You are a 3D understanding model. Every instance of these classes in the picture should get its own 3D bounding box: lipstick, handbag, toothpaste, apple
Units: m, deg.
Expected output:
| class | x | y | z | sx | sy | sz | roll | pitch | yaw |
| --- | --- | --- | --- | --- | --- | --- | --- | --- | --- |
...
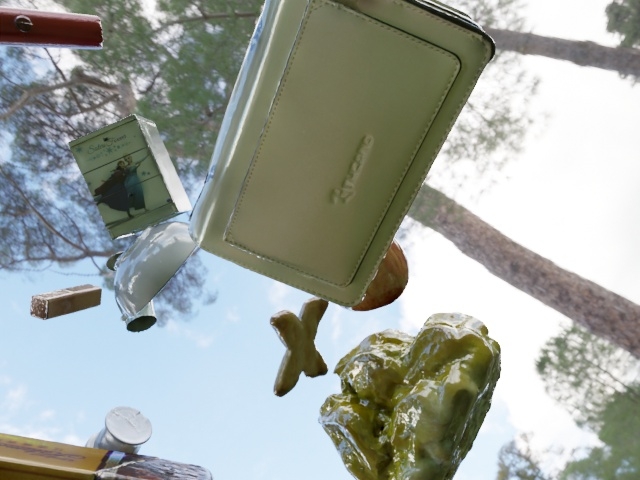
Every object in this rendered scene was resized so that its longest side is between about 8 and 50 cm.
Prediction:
| class | x | y | z | sx | sy | sz | roll | pitch | yaw |
| --- | --- | --- | --- | --- | --- | --- | --- | --- | --- |
| lipstick | -0.546 | -0.387 | 1.117 | 0.280 | 0.073 | 0.073 | -5 | -61 | -26 |
| handbag | 0.005 | -0.126 | 0.718 | 0.237 | 0.160 | 0.358 | 20 | -61 | -10 |
| toothpaste | -0.328 | 0.359 | 0.858 | 0.073 | 0.114 | 0.299 | -2 | -51 | -59 |
| lipstick | -0.499 | 0.120 | 1.215 | 0.145 | 0.045 | 0.045 | -14 | -65 | -67 |
| apple | 0.065 | 0.042 | 0.994 | 0.146 | 0.146 | 0.130 | -31 | -64 | -25 |

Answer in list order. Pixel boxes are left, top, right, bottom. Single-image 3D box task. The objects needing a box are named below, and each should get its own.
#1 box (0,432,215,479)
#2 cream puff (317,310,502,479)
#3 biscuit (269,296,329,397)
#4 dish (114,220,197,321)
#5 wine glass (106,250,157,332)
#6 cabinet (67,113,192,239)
| class | x | y | z | sx | sy | sz | roll | pitch | yaw |
| --- | --- | --- | --- | --- | --- | --- | --- | --- | --- |
| box | -0.342 | 0.349 | 0.656 | 0.416 | 0.116 | 0.264 | 14 | -99 | -7 |
| cream puff | 0.149 | 0.264 | 1.056 | 0.291 | 0.257 | 0.324 | -17 | -57 | -63 |
| biscuit | -0.048 | 0.236 | 1.387 | 0.164 | 0.047 | 0.207 | -19 | -63 | -41 |
| dish | -0.311 | 0.033 | 1.116 | 0.086 | 0.228 | 0.236 | 42 | -105 | -14 |
| wine glass | -0.480 | 0.131 | 1.567 | 0.093 | 0.202 | 0.092 | -19 | -32 | -12 |
| cabinet | -0.381 | -0.126 | 1.253 | 0.145 | 0.150 | 0.206 | -23 | -86 | 2 |
